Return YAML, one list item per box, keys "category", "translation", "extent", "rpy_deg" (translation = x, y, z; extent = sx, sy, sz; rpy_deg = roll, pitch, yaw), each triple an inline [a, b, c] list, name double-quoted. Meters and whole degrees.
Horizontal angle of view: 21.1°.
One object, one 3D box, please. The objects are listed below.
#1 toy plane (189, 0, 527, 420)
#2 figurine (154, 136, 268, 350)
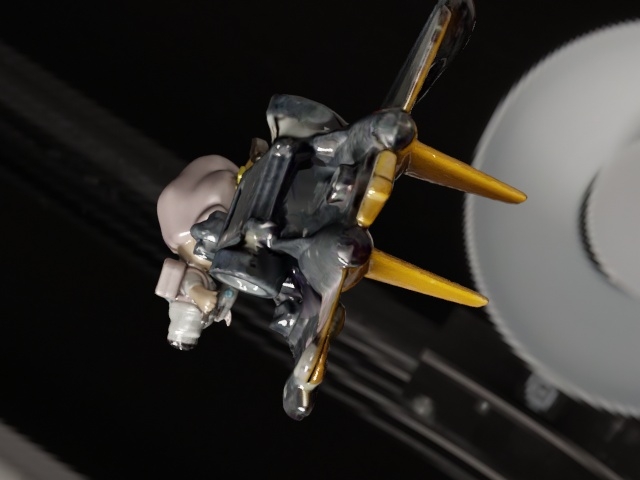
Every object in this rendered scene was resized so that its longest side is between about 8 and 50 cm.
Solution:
- category: "toy plane"
  translation: [-0.011, -0.005, 0.865]
  extent: [0.103, 0.316, 0.204]
  rpy_deg: [25, -102, -16]
- category: "figurine"
  translation: [-0.119, 0.000, 1.760]
  extent: [0.112, 0.137, 0.229]
  rpy_deg: [13, -92, 6]
